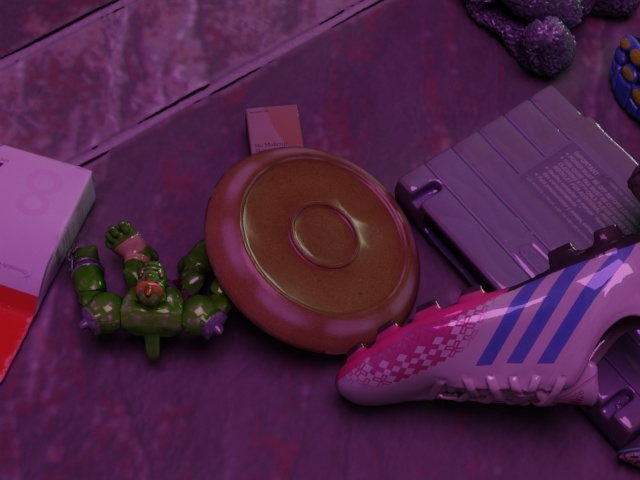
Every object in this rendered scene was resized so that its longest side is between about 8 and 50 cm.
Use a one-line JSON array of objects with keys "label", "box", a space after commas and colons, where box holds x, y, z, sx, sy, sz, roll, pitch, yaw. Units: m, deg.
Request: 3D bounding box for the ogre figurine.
[{"label": "ogre figurine", "box": [-0.156, 0.048, 1.346, 0.197, 0.097, 0.118, 16, 40, -11]}]

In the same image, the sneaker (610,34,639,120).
[{"label": "sneaker", "box": [0.395, -0.155, 1.520, 0.078, 0.067, 0.188, -19, 58, -38]}]

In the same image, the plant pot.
[{"label": "plant pot", "box": [0.000, 0.000, 1.368, 0.236, 0.032, 0.236, 13, 56, -20]}]

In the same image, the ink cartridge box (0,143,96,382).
[{"label": "ink cartridge box", "box": [-0.357, 0.007, 1.377, 0.189, 0.066, 0.232, 17, 56, 9]}]

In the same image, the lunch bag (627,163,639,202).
[{"label": "lunch bag", "box": [0.494, -0.023, 1.319, 0.305, 0.212, 0.256, -10, 66, -41]}]

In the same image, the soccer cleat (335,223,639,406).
[{"label": "soccer cleat", "box": [0.176, 0.107, 1.272, 0.331, 0.116, 0.143, -25, 76, 11]}]

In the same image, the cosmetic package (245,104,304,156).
[{"label": "cosmetic package", "box": [-0.046, -0.086, 1.458, 0.060, 0.041, 0.115, -7, 60, -7]}]

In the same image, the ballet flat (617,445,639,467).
[{"label": "ballet flat", "box": [0.342, 0.207, 1.306, 0.114, 0.041, 0.041, -12, 60, -9]}]

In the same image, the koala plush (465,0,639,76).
[{"label": "koala plush", "box": [0.255, -0.341, 1.523, 0.203, 0.221, 0.196, 40, 65, 19]}]

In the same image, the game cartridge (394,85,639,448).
[{"label": "game cartridge", "box": [0.273, 0.016, 1.406, 0.230, 0.068, 0.355, -30, 65, -24]}]
